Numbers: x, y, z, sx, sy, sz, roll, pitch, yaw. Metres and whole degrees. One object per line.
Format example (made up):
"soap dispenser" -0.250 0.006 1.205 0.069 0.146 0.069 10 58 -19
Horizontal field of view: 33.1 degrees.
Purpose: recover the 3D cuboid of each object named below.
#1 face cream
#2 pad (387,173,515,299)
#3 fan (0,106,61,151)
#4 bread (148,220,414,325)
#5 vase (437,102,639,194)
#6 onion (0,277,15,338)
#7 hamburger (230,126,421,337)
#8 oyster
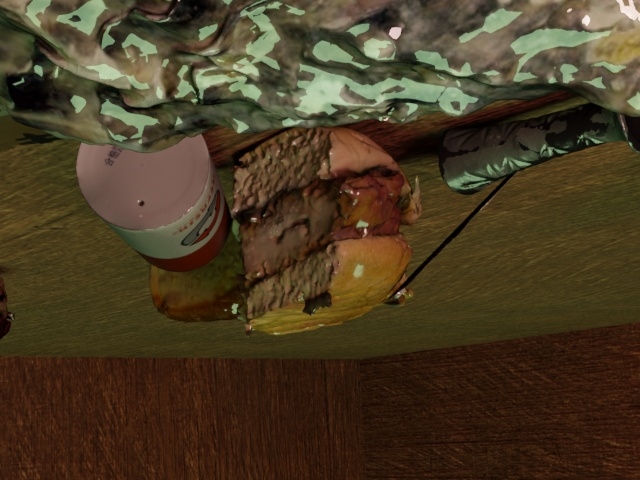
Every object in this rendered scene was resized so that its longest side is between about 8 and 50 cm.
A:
"face cream" -0.127 -0.035 0.870 0.096 0.096 0.214 -3 170 -1
"pad" 0.131 -0.019 0.929 0.188 0.006 0.113 -45 176 -10
"fan" -0.251 -0.093 0.759 0.152 0.008 0.226 -6 170 19
"bread" -0.054 0.037 1.250 0.274 0.114 0.185 -9 168 37
"vase" 0.172 -0.078 0.828 0.059 0.059 0.167 7 166 -44
"onion" -0.544 0.134 1.370 0.281 0.221 0.281 -29 163 -10
"hamburger" 0.000 0.000 0.943 0.282 0.155 0.245 -18 166 40
"oyster" -0.016 -0.104 0.440 0.351 0.158 0.162 8 -153 13
